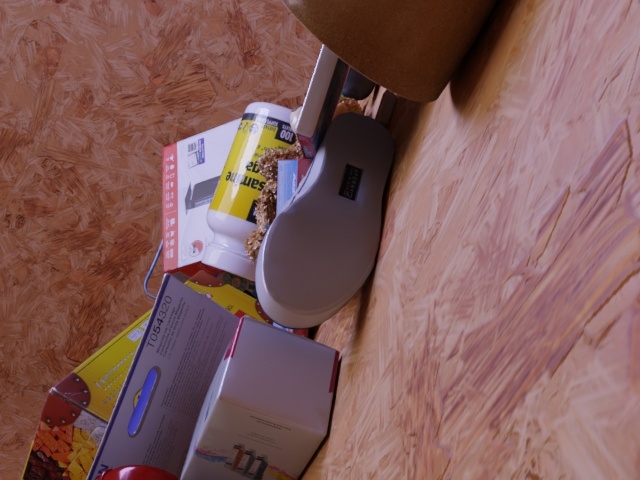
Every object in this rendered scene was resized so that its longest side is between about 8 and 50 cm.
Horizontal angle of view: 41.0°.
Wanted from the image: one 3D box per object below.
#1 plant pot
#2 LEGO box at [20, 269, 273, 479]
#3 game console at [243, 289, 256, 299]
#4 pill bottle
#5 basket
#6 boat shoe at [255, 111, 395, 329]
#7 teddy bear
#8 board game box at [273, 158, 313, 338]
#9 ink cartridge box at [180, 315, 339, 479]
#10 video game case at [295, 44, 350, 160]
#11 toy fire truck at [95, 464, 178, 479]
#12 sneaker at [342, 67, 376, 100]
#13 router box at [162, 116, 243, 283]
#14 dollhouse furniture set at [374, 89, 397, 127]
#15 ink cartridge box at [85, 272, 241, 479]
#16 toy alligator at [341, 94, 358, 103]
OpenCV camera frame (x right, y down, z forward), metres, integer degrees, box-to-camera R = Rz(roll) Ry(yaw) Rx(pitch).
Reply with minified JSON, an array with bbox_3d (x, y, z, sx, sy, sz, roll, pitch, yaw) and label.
[{"bbox_3d":[0.110,-0.312,0.865,0.254,0.237,0.237,-48,17,29],"label":"plant pot"},{"bbox_3d":[-0.294,0.326,1.490,0.372,0.193,0.500,-67,-9,25],"label":"LEGO box"},{"bbox_3d":[-0.164,0.190,1.925,0.071,0.107,0.122,-37,19,17],"label":"game console"},{"bbox_3d":[-0.113,-0.089,1.697,0.188,0.188,0.334,170,119,-81],"label":"pill bottle"},{"bbox_3d":[-0.250,0.050,2.052,0.201,0.289,0.255,103,-176,-80],"label":"basket"},{"bbox_3d":[-0.008,-0.005,1.092,0.156,0.136,0.367,119,172,-45],"label":"boat shoe"},{"bbox_3d":[-0.044,-0.109,1.526,0.245,0.113,0.338,-21,-46,-48],"label":"teddy bear"},{"bbox_3d":[-0.042,0.020,1.276,0.145,0.027,0.281,-158,69,-76],"label":"board game box"},{"bbox_3d":[-0.072,0.206,1.000,0.128,0.127,0.176,-79,12,-49],"label":"ink cartridge box"},{"bbox_3d":[0.013,-0.217,1.177,0.285,0.025,0.204,55,-127,-87],"label":"video game case"},{"bbox_3d":[-0.137,0.325,0.906,0.246,0.217,0.158,-45,22,36],"label":"toy fire truck"},{"bbox_3d":[0.092,-0.386,1.546,0.130,0.109,0.286,141,148,-63],"label":"sneaker"},{"bbox_3d":[-0.213,-0.101,1.934,0.082,0.301,0.335,39,-141,-54],"label":"router box"},{"bbox_3d":[0.057,-0.179,1.291,0.091,0.081,0.114,134,156,-71],"label":"dollhouse furniture set"},{"bbox_3d":[-0.187,0.250,1.173,0.071,0.330,0.324,5,66,35],"label":"ink cartridge box"},{"bbox_3d":[0.041,-0.207,1.623,0.051,0.056,0.190,46,139,42],"label":"toy alligator"}]
